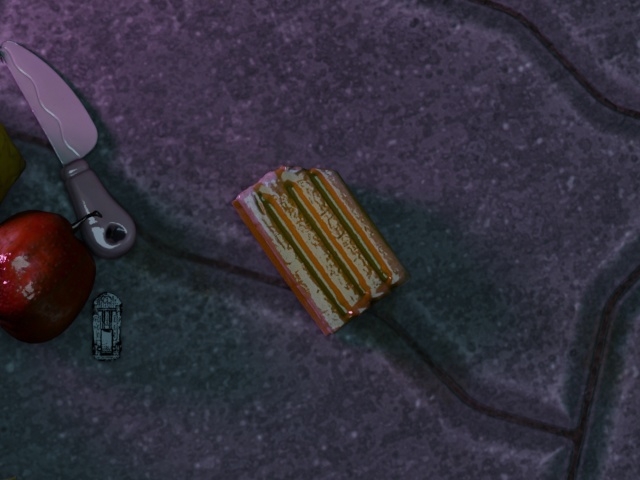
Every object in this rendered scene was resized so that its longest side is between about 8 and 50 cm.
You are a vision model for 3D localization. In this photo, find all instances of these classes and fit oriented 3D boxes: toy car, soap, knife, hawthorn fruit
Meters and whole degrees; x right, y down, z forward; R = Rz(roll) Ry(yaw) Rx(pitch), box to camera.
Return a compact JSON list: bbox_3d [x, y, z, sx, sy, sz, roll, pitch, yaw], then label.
[{"bbox_3d":[-0.285,0.115,1.790,0.041,0.025,0.093,2,84,-14],"label":"toy car"},{"bbox_3d":[0.000,0.000,1.845,0.140,0.073,0.232,-35,90,-16],"label":"soap"},{"bbox_3d":[-0.336,-0.132,1.812,0.081,0.043,0.335,-24,85,-20],"label":"knife"},{"bbox_3d":[-0.355,0.030,1.725,0.157,0.157,0.194,43,72,-3],"label":"hawthorn fruit"}]

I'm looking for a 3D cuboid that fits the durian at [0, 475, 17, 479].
[{"bbox_3d":[-0.539,0.396,1.653,0.341,0.112,0.191,-6,81,-7],"label":"durian"}]

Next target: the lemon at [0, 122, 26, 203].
[{"bbox_3d":[-0.485,-0.100,1.702,0.193,0.181,0.180,24,74,-47],"label":"lemon"}]
